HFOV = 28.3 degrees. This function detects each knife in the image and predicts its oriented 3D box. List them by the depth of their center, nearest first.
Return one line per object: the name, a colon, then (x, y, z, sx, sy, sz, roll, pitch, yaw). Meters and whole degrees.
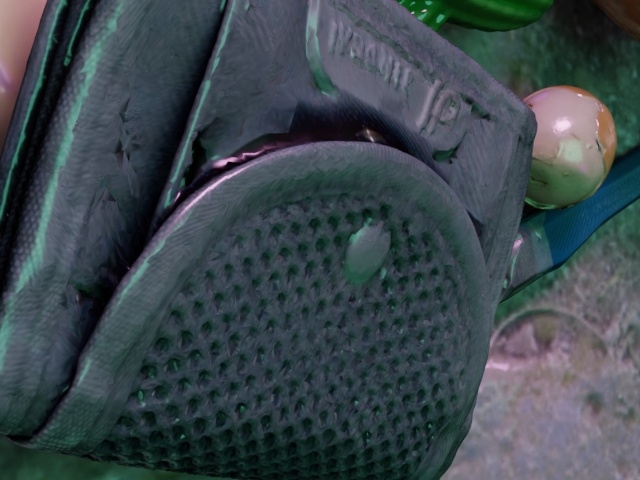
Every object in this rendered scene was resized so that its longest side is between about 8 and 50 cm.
knife: (0.191, -0.029, 0.840, 0.297, 0.026, 0.044, -29, 109, -39)

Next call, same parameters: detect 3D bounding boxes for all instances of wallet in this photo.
wallet: (0.000, 0.000, 0.593, 0.342, 0.075, 0.237, 23, 83, -52)

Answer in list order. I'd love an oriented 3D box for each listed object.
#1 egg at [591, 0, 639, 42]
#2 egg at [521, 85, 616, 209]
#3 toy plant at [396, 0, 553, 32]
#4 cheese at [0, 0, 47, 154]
egg: (0.233, -0.228, 0.773, 0.203, 0.203, 0.245, -22, 92, -38)
egg: (0.145, -0.060, 0.773, 0.071, 0.071, 0.083, 51, 50, -26)
toy plant: (0.036, -0.174, 0.680, 0.240, 0.088, 0.154, -8, 108, -32)
cheese: (-0.097, -0.052, 0.574, 0.163, 0.071, 0.248, -27, 105, -38)
